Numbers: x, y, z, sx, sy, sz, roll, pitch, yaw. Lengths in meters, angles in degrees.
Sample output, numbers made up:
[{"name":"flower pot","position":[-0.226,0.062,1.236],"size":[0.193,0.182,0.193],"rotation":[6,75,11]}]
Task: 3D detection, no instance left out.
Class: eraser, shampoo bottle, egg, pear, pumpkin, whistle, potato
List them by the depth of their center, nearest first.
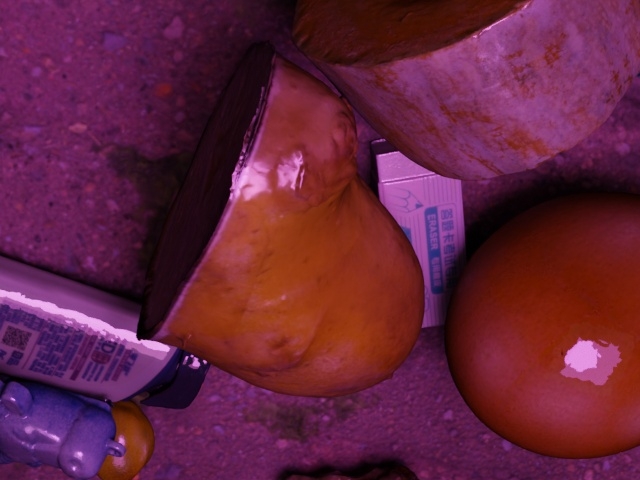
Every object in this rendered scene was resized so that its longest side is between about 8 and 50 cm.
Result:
[{"name":"pumpkin","position":[0.155,-0.211,1.249],"size":[0.332,0.332,0.199],"rotation":[-34,128,4]},{"name":"potato","position":[0.000,0.000,1.323],"size":[0.296,0.290,0.397],"rotation":[21,131,-15]},{"name":"whistle","position":[-0.339,0.195,1.418],"size":[0.269,0.093,0.180],"rotation":[11,144,9]},{"name":"egg","position":[0.299,0.088,1.419],"size":[0.351,0.283,0.282],"rotation":[-27,117,-25]},{"name":"shampoo bottle","position":[-0.301,0.100,1.424],"size":[0.360,0.078,0.134],"rotation":[21,117,-19]},{"name":"eraser","position":[0.115,-0.008,1.475],"size":[0.096,0.052,0.225],"rotation":[-9,114,-5]},{"name":"pear","position":[-0.236,0.233,1.485],"size":[0.092,0.097,0.092],"rotation":[1,143,1]}]

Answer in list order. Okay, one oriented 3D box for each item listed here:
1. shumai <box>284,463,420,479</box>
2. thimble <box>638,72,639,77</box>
[{"name":"shumai","position":[0.024,0.357,1.557],"size":[0.176,0.166,0.205],"rotation":[17,83,-8]},{"name":"thimble","position":[0.403,-0.281,1.296],"size":[0.167,0.288,0.254],"rotation":[15,66,-14]}]
